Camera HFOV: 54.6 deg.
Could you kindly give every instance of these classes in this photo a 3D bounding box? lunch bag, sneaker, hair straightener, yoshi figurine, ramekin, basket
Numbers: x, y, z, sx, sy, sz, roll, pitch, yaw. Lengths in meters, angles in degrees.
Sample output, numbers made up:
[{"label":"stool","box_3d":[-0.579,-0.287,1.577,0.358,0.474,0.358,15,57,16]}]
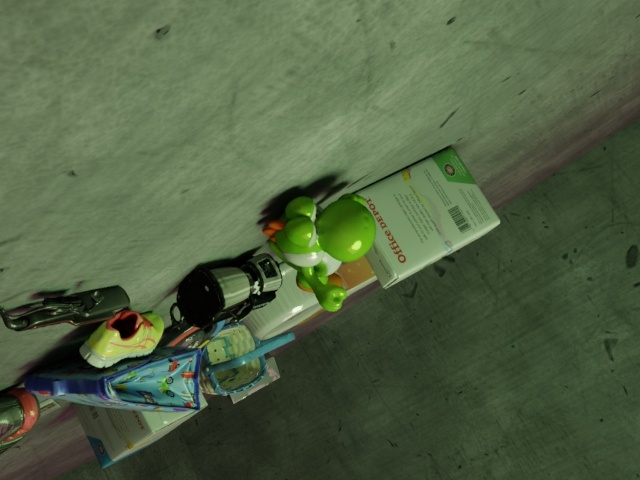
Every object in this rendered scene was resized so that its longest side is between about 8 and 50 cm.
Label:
[{"label":"lunch bag","box_3d":[-0.418,0.288,1.245,0.221,0.138,0.293,-4,173,28]},{"label":"sneaker","box_3d":[-0.356,0.170,1.180,0.094,0.081,0.208,-56,171,18]},{"label":"hair straightener","box_3d":[-0.369,0.091,0.923,0.089,0.047,0.230,-36,163,21]},{"label":"yoshi figurine","box_3d":[0.025,0.012,1.195,0.203,0.203,0.362,-35,165,-4]},{"label":"ramekin","box_3d":[-0.094,0.154,1.618,0.273,0.127,0.273,-29,168,-7]},{"label":"basket","box_3d":[-0.244,0.345,1.850,0.289,0.201,0.255,-28,172,38]},{"label":"sneaker","box_3d":[-0.681,0.385,1.207,0.276,0.097,0.135,-37,167,16]}]

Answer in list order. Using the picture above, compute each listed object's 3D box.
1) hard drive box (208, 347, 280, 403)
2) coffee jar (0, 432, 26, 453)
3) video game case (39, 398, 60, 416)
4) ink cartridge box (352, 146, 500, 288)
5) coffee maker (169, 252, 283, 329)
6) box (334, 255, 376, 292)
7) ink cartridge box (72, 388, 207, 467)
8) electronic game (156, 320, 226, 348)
[{"label":"hard drive box","box_3d":[-0.274,0.426,2.101,0.181,0.089,0.232,-25,-155,-23]},{"label":"coffee jar","box_3d":[-0.739,0.446,1.357,0.184,0.079,0.096,-35,167,22]},{"label":"video game case","box_3d":[-0.692,0.419,1.525,0.087,0.011,0.122,-25,167,-22]},{"label":"ink cartridge box","box_3d":[0.214,-0.049,1.357,0.278,0.201,0.117,-27,169,-18]},{"label":"coffee maker","box_3d":[-0.190,0.099,1.252,0.171,0.120,0.178,-10,-178,39]},{"label":"box","box_3d":[0.092,0.066,1.706,0.170,0.130,0.091,-27,168,-18]},{"label":"ink cartridge box","box_3d":[-0.487,0.443,1.670,0.270,0.198,0.197,-38,166,33]},{"label":"electronic game","box_3d":[-0.335,0.255,1.577,0.229,0.048,0.229,-36,165,-11]}]
